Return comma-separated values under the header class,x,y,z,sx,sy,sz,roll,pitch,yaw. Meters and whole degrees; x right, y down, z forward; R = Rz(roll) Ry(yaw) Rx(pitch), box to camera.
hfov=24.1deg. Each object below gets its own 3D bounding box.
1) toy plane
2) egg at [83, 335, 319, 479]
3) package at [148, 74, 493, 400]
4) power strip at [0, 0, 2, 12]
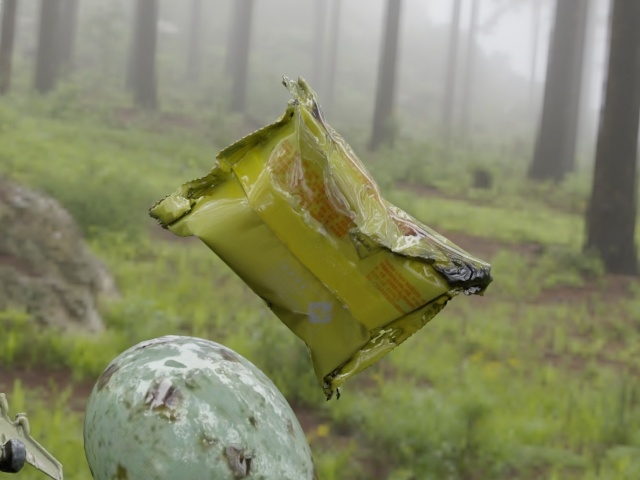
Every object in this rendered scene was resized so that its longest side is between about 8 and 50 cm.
class,x,y,z,sx,sy,sz,roll,pitch,yaw
toy plane,-0.376,0.206,1.608,0.229,0.244,0.092,12,-25,-41
egg,-0.093,0.182,1.245,0.231,0.169,0.169,43,-1,-3
package,0.000,0.000,1.124,0.226,0.168,0.090,47,13,-14
power strip,-0.419,-0.246,1.761,0.078,0.272,0.052,9,-38,-14
